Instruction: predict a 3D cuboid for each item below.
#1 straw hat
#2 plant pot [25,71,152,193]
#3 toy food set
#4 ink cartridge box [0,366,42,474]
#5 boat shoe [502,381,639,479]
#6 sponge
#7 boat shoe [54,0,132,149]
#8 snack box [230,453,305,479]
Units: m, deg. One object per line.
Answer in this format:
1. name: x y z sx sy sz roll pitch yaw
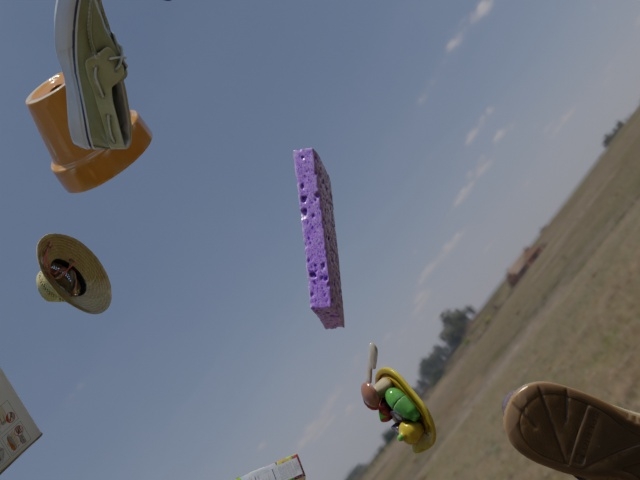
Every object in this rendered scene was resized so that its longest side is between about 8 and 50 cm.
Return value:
1. straw hat: -0.379 0.061 1.345 0.061 0.144 0.144 -33 -5 19
2. plant pot: -0.463 -0.227 1.781 0.205 0.188 0.205 -24 29 14
3. toy food set: 0.127 0.318 1.758 0.071 0.218 0.128 -23 -35 -28
4. ink cartridge box: -0.663 0.242 1.552 0.271 0.309 0.130 -5 29 39
5. boat shoe: 0.369 0.258 1.068 0.123 0.342 0.123 65 -133 -83
6. sponge: 0.000 0.000 1.170 0.031 0.210 0.117 -8 -17 8
7. boat shoe: -0.347 -0.274 1.435 0.109 0.094 0.302 -80 -4 -47
8. snack box: -0.073 0.343 1.311 0.100 0.037 0.141 -20 -16 -6
